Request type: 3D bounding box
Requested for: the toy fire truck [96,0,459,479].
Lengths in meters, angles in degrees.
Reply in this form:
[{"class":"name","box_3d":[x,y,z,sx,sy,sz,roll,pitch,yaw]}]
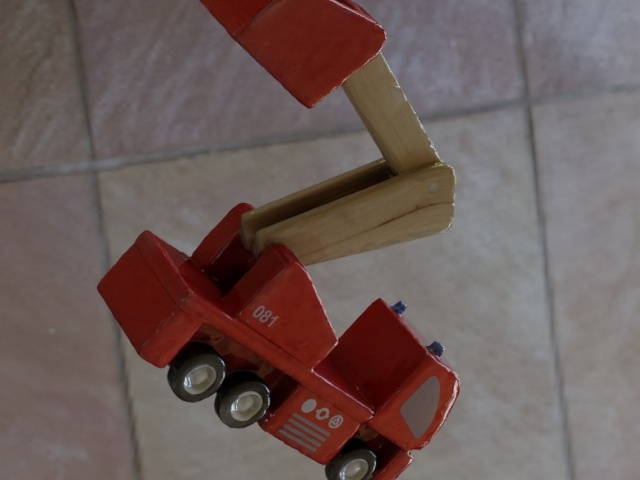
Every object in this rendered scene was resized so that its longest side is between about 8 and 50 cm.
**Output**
[{"class":"toy fire truck","box_3d":[0.000,0.000,0.520,0.135,0.047,0.192,-48,131,7]}]
